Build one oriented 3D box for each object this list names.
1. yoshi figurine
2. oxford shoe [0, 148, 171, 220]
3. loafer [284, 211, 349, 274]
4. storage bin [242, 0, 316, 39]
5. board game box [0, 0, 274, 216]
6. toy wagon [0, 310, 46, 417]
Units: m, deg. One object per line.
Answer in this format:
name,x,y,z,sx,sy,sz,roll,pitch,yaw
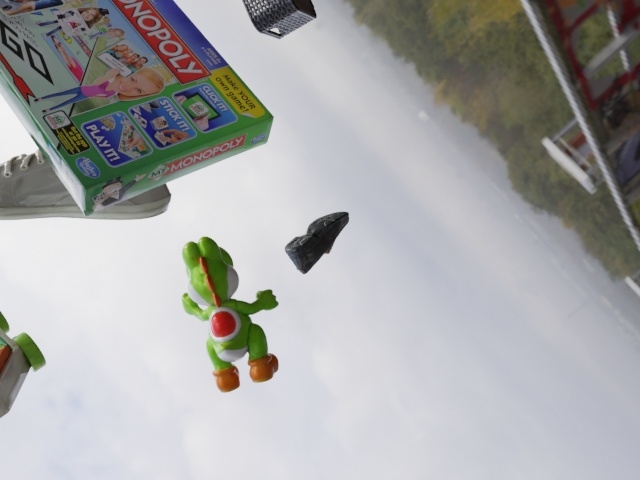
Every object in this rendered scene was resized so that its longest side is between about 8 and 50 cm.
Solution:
yoshi figurine,-0.223,0.154,1.646,0.204,0.203,0.362,-28,-74,-39
oxford shoe,-0.498,-0.111,1.265,0.449,0.130,0.169,-1,-158,-8
loafer,0.000,0.000,1.363,0.062,0.170,0.061,4,124,48
storage bin,-0.092,-0.462,1.244,0.180,0.084,0.122,66,-159,1
board game box,-0.227,-0.189,0.736,0.317,0.213,0.046,50,147,19
toy wagon,-0.548,0.177,0.946,0.344,0.267,0.068,24,138,40
